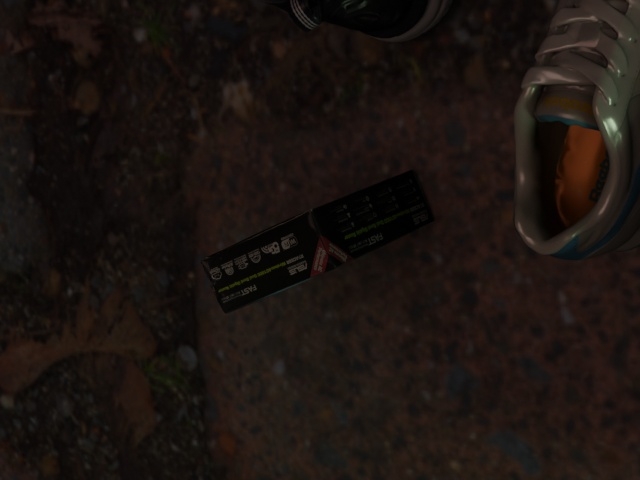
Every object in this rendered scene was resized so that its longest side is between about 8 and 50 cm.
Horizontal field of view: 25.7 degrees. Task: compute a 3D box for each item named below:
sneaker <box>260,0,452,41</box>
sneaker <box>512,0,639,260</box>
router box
[{"bbox_3d":[-0.023,-0.239,0.813,0.101,0.153,0.268,-30,82,36],"label":"sneaker"},{"bbox_3d":[0.157,-0.098,0.750,0.087,0.092,0.228,15,107,35],"label":"sneaker"},{"bbox_3d":[0.000,0.000,0.865,0.092,0.122,0.038,-23,90,37],"label":"router box"}]
